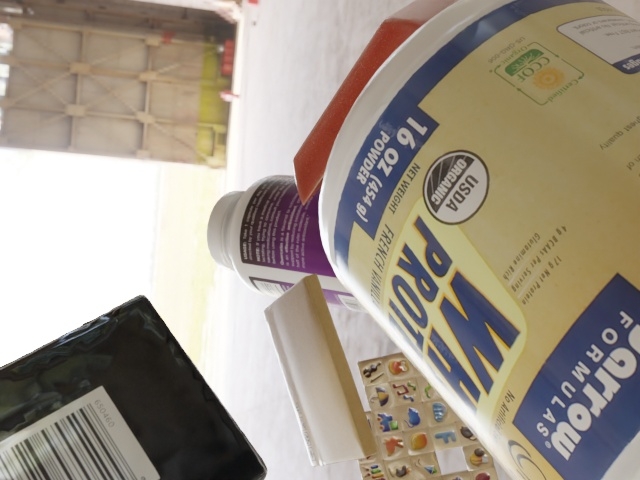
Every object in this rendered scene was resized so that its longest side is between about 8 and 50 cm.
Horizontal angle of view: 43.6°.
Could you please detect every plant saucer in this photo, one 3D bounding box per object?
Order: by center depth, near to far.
[{"bbox_3d":[0.063,-0.191,0.993,0.258,0.047,0.259,-54,0,29],"label":"plant saucer"}]

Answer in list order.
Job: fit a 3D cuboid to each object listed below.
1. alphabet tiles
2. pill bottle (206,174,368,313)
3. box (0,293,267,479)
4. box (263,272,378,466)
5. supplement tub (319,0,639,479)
[{"bbox_3d":[0.141,0.277,1.181,0.009,0.198,0.237,-44,-61,-74],"label":"alphabet tiles"},{"bbox_3d":[0.000,0.000,1.133,0.181,0.323,0.182,-15,-71,-54],"label":"pill bottle"},{"bbox_3d":[-0.250,0.284,0.794,0.212,0.293,0.395,50,150,20],"label":"box"},{"bbox_3d":[-0.006,0.153,0.912,0.164,0.021,0.201,-41,65,62],"label":"box"},{"bbox_3d":[0.168,0.031,0.413,0.316,0.228,0.228,48,140,36],"label":"supplement tub"}]
